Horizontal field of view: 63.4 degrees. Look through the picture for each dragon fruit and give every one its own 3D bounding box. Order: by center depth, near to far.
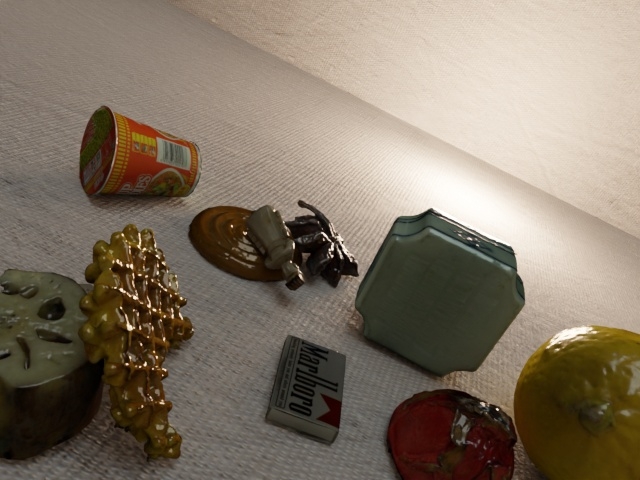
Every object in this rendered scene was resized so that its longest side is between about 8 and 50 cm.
[{"bbox_3d":[0.230,0.305,0.818,0.223,0.148,0.218,2,35,-38],"label":"dragon fruit"}]

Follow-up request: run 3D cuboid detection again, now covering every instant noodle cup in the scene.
[{"bbox_3d":[-0.383,-0.175,1.126,0.212,0.193,0.193,7,32,-44],"label":"instant noodle cup"}]

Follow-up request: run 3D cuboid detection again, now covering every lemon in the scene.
[{"bbox_3d":[0.497,0.298,0.890,0.336,0.336,0.336,20,29,-11],"label":"lemon"}]

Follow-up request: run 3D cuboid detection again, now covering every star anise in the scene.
[{"bbox_3d":[0.000,-0.001,1.187,0.231,0.089,0.209,59,18,6],"label":"star anise"}]

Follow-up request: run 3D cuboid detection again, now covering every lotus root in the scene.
[{"bbox_3d":[-0.348,0.141,0.658,0.138,0.119,0.235,0,36,-32],"label":"lotus root"}]

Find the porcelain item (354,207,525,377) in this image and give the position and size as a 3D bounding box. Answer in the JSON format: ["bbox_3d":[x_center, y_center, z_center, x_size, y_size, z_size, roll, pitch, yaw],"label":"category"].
[{"bbox_3d":[0.232,0.098,1.028,0.281,0.286,0.157,26,25,5],"label":"porcelain item"}]

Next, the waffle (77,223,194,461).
[{"bbox_3d":[-0.242,0.116,0.686,0.069,0.260,0.293,-15,32,-1],"label":"waffle"}]

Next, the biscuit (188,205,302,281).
[{"bbox_3d":[-0.159,-0.003,1.145,0.262,0.037,0.262,20,29,-12],"label":"biscuit"}]

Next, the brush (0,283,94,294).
[{"bbox_3d":[-0.482,0.081,0.732,0.321,0.050,0.060,-1,34,-42],"label":"brush"}]

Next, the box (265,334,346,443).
[{"bbox_3d":[-0.019,0.237,0.850,0.115,0.036,0.177,23,28,-5],"label":"box"}]

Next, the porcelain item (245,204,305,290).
[{"bbox_3d":[-0.084,0.019,1.062,0.054,0.084,0.213,37,16,-51],"label":"porcelain item"}]
